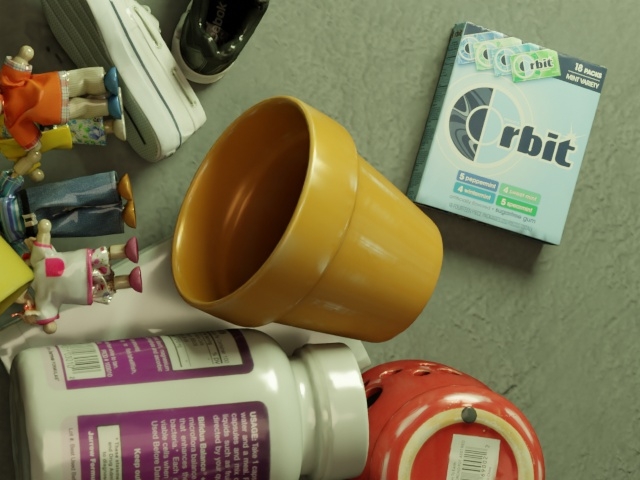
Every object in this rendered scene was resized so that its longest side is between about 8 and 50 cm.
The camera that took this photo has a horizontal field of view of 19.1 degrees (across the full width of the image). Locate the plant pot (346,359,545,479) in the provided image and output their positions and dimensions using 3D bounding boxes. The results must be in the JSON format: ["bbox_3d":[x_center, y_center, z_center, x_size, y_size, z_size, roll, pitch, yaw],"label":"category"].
[{"bbox_3d":[0.105,0.212,1.798,0.191,0.174,0.191,0,91,-13],"label":"plant pot"}]

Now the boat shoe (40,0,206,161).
[{"bbox_3d":[-0.185,-0.184,1.762,0.076,0.083,0.226,-38,110,-34],"label":"boat shoe"}]

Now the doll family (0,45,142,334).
[{"bbox_3d":[-0.254,-0.054,1.724,0.163,0.118,0.263,-6,107,-3],"label":"doll family"}]

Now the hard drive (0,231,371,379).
[{"bbox_3d":[-0.130,0.104,1.797,0.307,0.040,0.203,-29,99,-12],"label":"hard drive"}]

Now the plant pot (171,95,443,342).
[{"bbox_3d":[0.000,0.000,1.718,0.188,0.205,0.205,26,84,-31],"label":"plant pot"}]

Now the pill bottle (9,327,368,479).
[{"bbox_3d":[-0.117,0.166,1.693,0.301,0.169,0.169,-4,93,-15],"label":"pill bottle"}]

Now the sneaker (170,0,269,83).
[{"bbox_3d":[-0.072,-0.259,1.767,0.078,0.106,0.234,18,87,-16],"label":"sneaker"}]

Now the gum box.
[{"bbox_3d":[0.183,-0.104,1.876,0.157,0.041,0.184,16,88,-15],"label":"gum box"}]

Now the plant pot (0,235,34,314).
[{"bbox_3d":[-0.408,0.026,1.585,0.254,0.254,0.239,-41,92,-11],"label":"plant pot"}]
